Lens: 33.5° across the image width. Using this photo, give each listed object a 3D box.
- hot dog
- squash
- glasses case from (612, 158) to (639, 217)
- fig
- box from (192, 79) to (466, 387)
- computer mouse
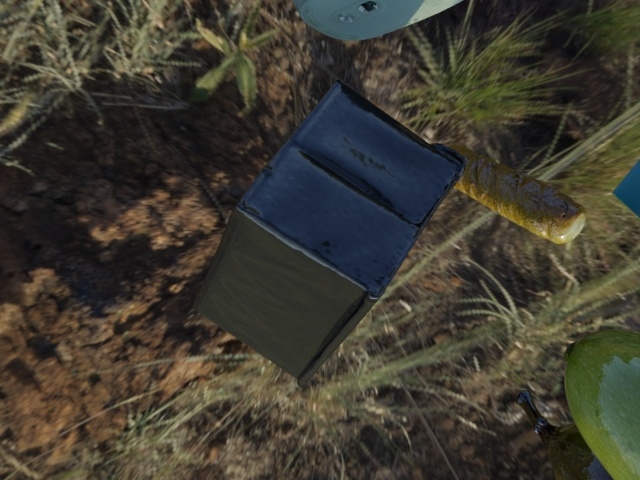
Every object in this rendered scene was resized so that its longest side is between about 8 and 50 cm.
[{"bbox_3d":[0.289,-0.078,1.677,0.286,0.061,0.087,27,94,41],"label":"hot dog"},{"bbox_3d":[0.319,0.178,0.973,0.132,0.132,0.247,-37,63,2],"label":"squash"},{"bbox_3d":[0.554,-0.013,1.470,0.117,0.070,0.301,-54,53,23],"label":"glasses case"},{"bbox_3d":[0.347,0.268,1.310,0.274,0.145,0.170,34,72,34],"label":"fig"},{"bbox_3d":[0.001,0.001,1.425,0.204,0.345,0.251,35,59,2],"label":"box"},{"bbox_3d":[0.082,-0.357,1.420,0.159,0.288,0.097,24,63,-37],"label":"computer mouse"}]
